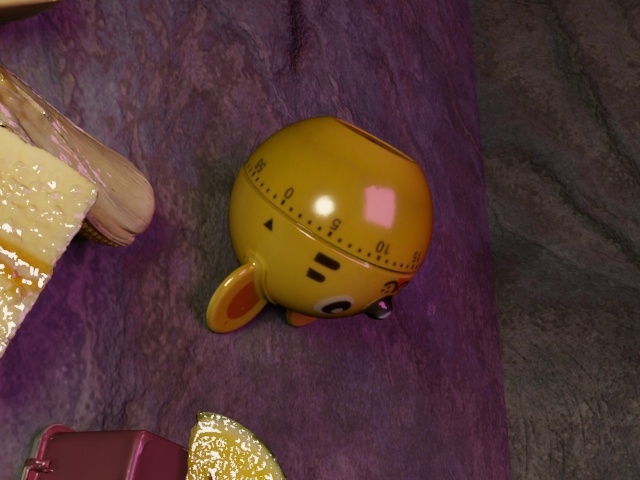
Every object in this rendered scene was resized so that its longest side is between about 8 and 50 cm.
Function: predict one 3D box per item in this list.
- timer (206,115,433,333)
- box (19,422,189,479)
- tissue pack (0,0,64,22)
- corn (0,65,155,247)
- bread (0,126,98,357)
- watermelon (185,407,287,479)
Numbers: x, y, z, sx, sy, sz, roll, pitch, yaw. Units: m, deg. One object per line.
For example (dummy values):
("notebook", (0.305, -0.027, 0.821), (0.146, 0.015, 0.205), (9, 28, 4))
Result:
("timer", (0.000, 0.000, 1.548), (0.376, 0.376, 0.386), (7, 116, -59))
("box", (-0.222, 0.351, 1.160), (0.294, 0.168, 0.193), (42, 47, -45))
("tissue pack", (-0.427, -0.334, 1.095), (0.234, 0.125, 0.159), (-36, 110, -57))
("corn", (-0.333, -0.104, 1.172), (0.305, 0.122, 0.123), (43, 53, -42))
("bread", (-0.409, 0.002, 1.006), (0.236, 0.198, 0.263), (32, 63, -13))
("watermelon", (-0.102, 0.353, 1.111), (0.129, 0.123, 0.301), (11, 67, -35))
